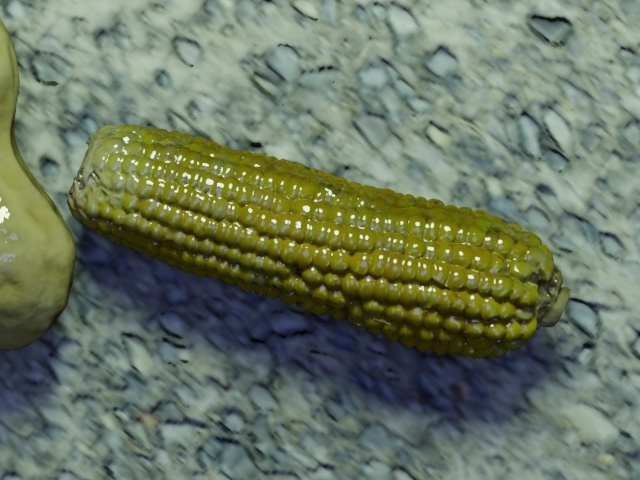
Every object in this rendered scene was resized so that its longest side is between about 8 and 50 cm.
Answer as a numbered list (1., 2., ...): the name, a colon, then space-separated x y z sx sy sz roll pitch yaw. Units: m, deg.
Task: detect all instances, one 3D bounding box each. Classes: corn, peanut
1. corn: 0.000 0.000 0.919 0.320 0.097 0.097 17 86 0
2. peanut: -0.228 -0.064 0.899 0.125 0.111 0.274 -24 91 9
